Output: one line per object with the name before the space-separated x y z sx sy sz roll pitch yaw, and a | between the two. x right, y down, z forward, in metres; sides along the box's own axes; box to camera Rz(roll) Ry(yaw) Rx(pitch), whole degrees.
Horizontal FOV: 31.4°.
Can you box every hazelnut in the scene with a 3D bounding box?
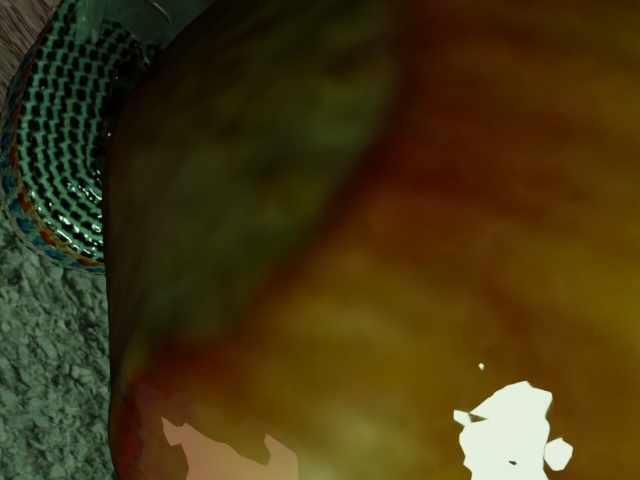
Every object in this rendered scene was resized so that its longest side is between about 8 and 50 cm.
hazelnut | 0.071 0.021 0.515 0.366 0.366 0.366 41 166 13

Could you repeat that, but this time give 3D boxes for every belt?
belt | -0.155 -0.097 0.949 0.207 0.257 0.150 26 164 -24

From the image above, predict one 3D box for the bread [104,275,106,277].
bread | -0.176 0.005 1.418 0.238 0.196 0.252 40 163 32
